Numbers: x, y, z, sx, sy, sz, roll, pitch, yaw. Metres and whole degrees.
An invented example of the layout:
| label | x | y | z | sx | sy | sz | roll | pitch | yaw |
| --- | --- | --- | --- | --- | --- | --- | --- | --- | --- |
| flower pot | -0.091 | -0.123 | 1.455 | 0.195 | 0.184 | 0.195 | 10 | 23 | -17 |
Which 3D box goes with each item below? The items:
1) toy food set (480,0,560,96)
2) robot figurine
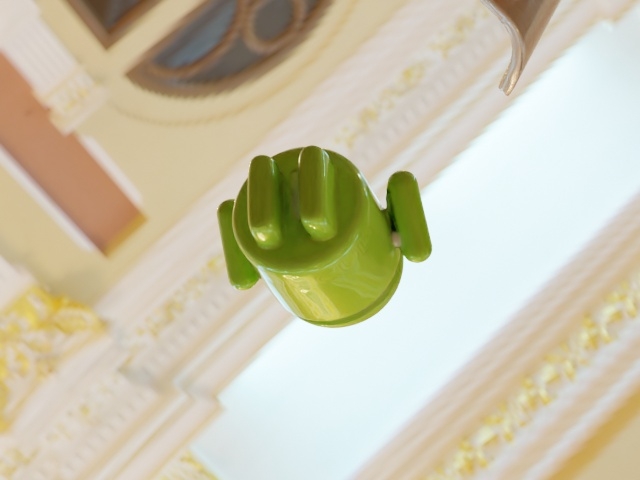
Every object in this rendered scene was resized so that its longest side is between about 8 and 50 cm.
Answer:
| label | x | y | z | sx | sy | sz | roll | pitch | yaw |
| --- | --- | --- | --- | --- | --- | --- | --- | --- | --- |
| toy food set | 0.042 | -0.256 | 0.995 | 0.219 | 0.306 | 0.092 | -59 | -166 | -29 |
| robot figurine | 0.000 | 0.000 | 0.823 | 0.101 | 0.115 | 0.067 | -11 | -119 | 14 |
